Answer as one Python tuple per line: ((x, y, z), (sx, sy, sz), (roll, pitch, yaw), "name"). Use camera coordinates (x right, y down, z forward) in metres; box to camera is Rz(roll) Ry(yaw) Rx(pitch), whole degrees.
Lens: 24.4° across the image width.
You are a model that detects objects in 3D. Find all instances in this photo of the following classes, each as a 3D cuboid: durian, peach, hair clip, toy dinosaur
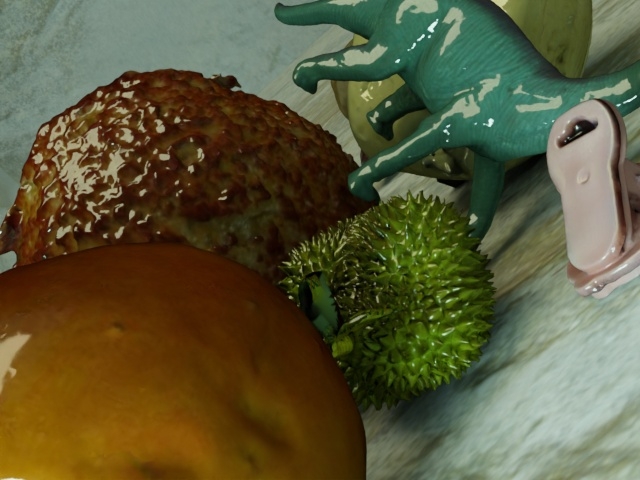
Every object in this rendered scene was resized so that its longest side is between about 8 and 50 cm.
((0.057, 0.046, 1.077), (0.159, 0.146, 0.198), (-32, 14, -10), "durian")
((-0.138, 0.159, 0.931), (0.343, 0.343, 0.301), (-38, 32, 38), "peach")
((0.214, -0.021, 1.006), (0.123, 0.102, 0.138), (-39, 46, 42), "hair clip")
((0.146, -0.177, 1.190), (0.331, 0.383, 0.129), (-45, -32, 23), "toy dinosaur")

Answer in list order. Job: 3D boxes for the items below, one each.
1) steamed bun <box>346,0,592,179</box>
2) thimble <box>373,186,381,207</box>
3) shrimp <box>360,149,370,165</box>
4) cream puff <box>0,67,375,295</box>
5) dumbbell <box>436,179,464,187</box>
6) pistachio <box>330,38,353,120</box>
((0.151, -0.175, 1.376), (0.232, 0.166, 0.273), (2, 79, 49), "steamed bun")
((0.000, -0.002, 1.494), (0.135, 0.118, 0.090), (-42, 11, 20), "thimble")
((0.084, -0.129, 1.797), (0.065, 0.056, 0.165), (-48, 7, 25), "shrimp")
((-0.103, 0.031, 1.236), (0.350, 0.350, 0.228), (-46, 20, 3), "cream puff")
((0.138, -0.087, 1.496), (0.036, 0.040, 0.083), (-8, 27, 18), "dumbbell")
((0.106, -0.238, 1.969), (0.206, 0.131, 0.129), (-39, 51, -16), "pistachio")
